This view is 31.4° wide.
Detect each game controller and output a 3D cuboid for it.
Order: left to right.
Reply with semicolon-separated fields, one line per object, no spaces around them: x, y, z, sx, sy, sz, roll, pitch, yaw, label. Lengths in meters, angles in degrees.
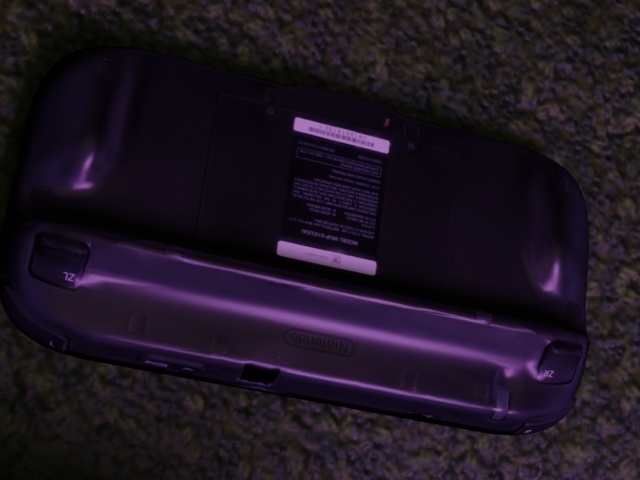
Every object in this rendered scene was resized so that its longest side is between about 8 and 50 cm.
0.000;0.000;0.600;0.319;0.067;0.166;13;62;-16;game controller
